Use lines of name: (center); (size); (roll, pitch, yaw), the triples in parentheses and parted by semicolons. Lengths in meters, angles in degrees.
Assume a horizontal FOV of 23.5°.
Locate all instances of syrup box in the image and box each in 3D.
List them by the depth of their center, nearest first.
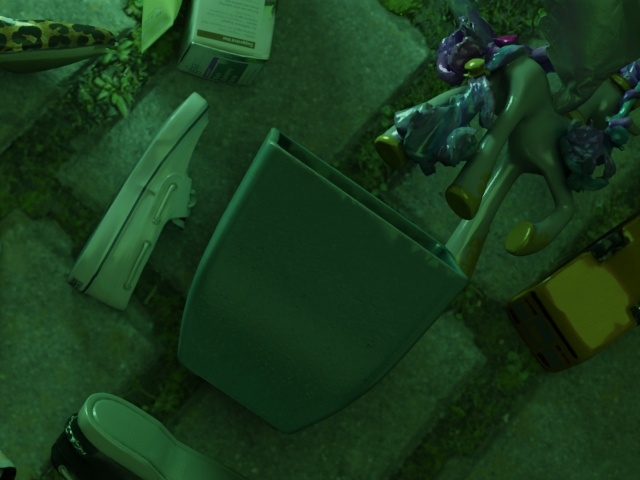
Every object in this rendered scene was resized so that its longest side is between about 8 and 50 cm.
syrup box: (-0.098, -0.310, 1.795); (0.096, 0.093, 0.237); (11, 73, -13)

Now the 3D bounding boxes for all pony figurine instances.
pony figurine: (0.232, -0.171, 1.786); (0.363, 0.302, 0.351); (-45, 123, -24)

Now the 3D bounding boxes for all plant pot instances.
plant pot: (-0.023, 0.056, 1.645); (0.247, 0.248, 0.252); (35, 95, -5)

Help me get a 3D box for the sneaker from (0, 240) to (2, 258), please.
sneaker: (-0.403, -0.032, 1.669); (0.065, 0.061, 0.158); (-32, 85, 6)

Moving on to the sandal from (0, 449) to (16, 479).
sandal: (-0.390, 0.209, 1.576); (0.265, 0.102, 0.076); (34, 73, -3)

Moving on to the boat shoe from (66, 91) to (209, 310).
boat shoe: (-0.183, -0.042, 1.712); (0.084, 0.095, 0.258); (33, 80, -10)

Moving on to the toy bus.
toy bus: (0.390, 0.022, 1.826); (0.332, 0.130, 0.108); (-32, 85, -20)

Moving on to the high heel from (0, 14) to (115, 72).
high heel: (-0.363, -0.281, 1.710); (0.261, 0.093, 0.186); (-4, 83, -7)

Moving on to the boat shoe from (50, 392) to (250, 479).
boat shoe: (-0.147, 0.282, 1.634); (0.302, 0.091, 0.114); (40, 25, -2)

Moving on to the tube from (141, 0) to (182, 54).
tube: (-0.173, -0.339, 1.789); (0.062, 0.070, 0.240); (2, 70, 14)
